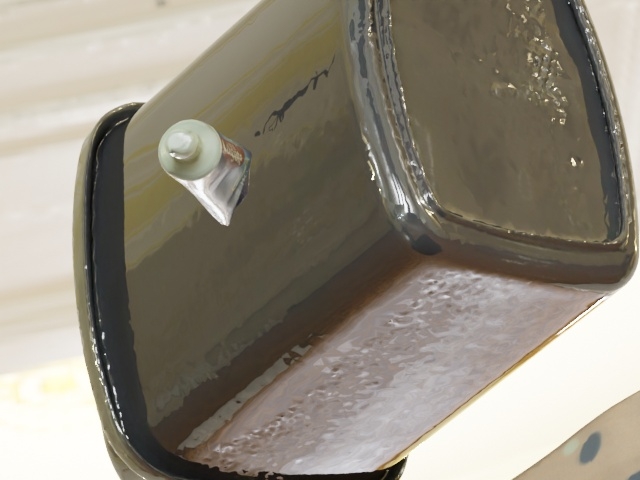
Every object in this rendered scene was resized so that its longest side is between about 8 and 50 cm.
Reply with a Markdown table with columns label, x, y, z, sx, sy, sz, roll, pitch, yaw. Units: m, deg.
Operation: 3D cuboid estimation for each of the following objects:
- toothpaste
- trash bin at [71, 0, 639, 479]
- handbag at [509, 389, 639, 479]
| label | x | y | z | sx | sy | sz | roll | pitch | yaw |
| --- | --- | --- | --- | --- | --- | --- | --- | --- | --- |
| toothpaste | -0.033 | -0.023 | 0.603 | 0.019 | 0.027 | 0.083 | 12 | -6 | 11 |
| trash bin | 0.000 | 0.000 | 0.918 | 0.182 | 0.209 | 0.290 | 12 | -33 | -31 |
| handbag | 0.083 | 0.191 | 0.590 | 0.190 | 0.193 | 0.251 | 43 | -60 | -11 |
